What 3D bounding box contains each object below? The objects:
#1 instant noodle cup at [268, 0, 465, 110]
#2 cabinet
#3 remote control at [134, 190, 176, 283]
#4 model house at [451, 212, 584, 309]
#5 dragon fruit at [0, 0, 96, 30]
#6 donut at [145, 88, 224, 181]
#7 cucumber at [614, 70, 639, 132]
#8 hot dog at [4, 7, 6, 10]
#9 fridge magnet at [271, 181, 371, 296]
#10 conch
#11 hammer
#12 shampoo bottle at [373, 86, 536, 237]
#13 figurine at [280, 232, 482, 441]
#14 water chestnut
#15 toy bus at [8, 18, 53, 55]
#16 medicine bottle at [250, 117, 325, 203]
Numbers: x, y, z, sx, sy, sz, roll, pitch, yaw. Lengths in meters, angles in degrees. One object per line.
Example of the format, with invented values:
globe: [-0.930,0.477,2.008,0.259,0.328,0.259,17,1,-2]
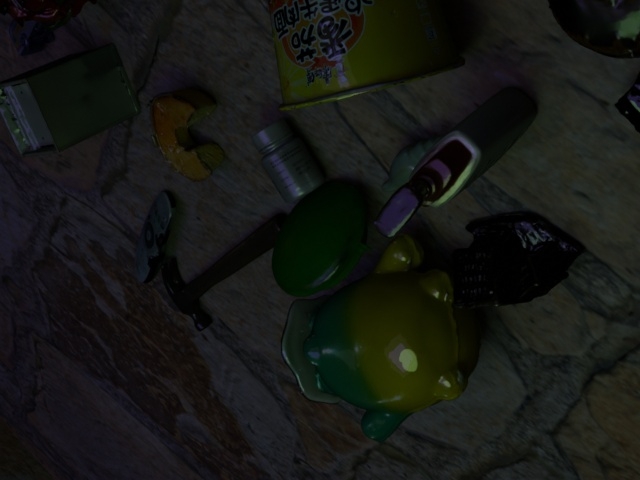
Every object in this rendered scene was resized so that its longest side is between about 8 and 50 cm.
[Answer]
instant noodle cup: [0.043,-0.295,1.066,0.264,0.264,0.200,-3,108,42]
cabinet: [-0.489,-0.267,1.561,0.150,0.206,0.145,1,118,40]
remote control: [-0.350,-0.002,1.734,0.097,0.045,0.256,64,143,30]
model house: [0.269,0.041,1.165,0.165,0.152,0.106,-13,114,46]
dragon fruit: [-0.491,-0.507,1.383,0.234,0.234,0.293,6,129,38]
donut: [-0.247,-0.202,1.500,0.146,0.078,0.181,17,134,33]
cucumber: [0.472,-0.085,0.963,0.300,0.072,0.072,46,137,5]
hot dog: [-0.642,-0.522,1.649,0.056,0.041,0.133,39,144,14]
fridge magnet: [0.000,0.000,1.353,0.088,0.208,0.208,33,149,-35]
conch: [0.154,-0.113,1.231,0.180,0.088,0.065,135,139,-57]
hammer: [-0.186,0.053,1.643,0.168,0.044,0.440,53,137,-4]
shampoo bottle: [0.170,-0.099,1.055,0.071,0.284,0.153,47,136,9]
figurine: [0.101,0.163,1.326,0.340,0.232,0.323,-19,75,50]
water chestnut: [0.326,-0.301,0.829,0.224,0.238,0.223,19,119,38]
toy bus: [-0.561,-0.444,1.611,0.190,0.064,0.075,-35,86,48]
medicine bottle: [-0.057,-0.135,1.374,0.080,0.080,0.130,-25,100,47]
